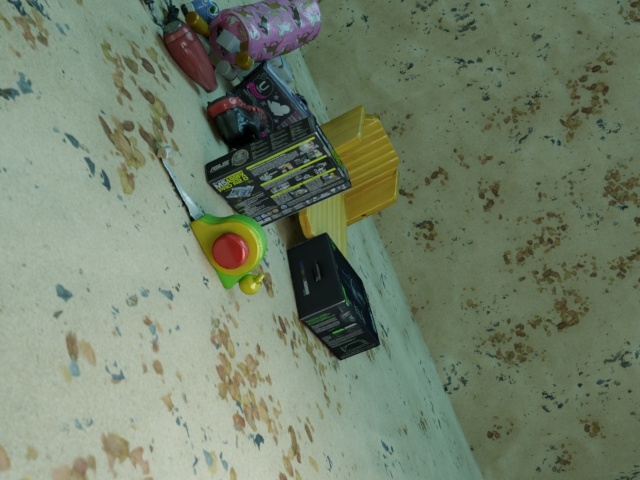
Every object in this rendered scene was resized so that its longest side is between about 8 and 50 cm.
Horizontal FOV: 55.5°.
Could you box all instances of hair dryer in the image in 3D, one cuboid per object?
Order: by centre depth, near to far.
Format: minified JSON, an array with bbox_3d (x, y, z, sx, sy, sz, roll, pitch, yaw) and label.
[{"bbox_3d":[-0.329,-0.503,1.495,0.293,0.080,0.223,65,12,-6],"label":"hair dryer"}]

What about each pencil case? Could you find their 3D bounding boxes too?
[{"bbox_3d":[-0.157,-0.637,1.815,0.167,0.160,0.386,33,43,15],"label":"pencil case"}]

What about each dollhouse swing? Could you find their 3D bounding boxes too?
[{"bbox_3d":[0.104,-0.138,1.807,0.347,0.315,0.304,51,17,-50],"label":"dollhouse swing"}]

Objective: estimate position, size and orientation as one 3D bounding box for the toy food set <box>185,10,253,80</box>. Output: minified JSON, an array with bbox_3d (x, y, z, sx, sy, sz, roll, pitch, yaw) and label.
[{"bbox_3d":[-0.270,-0.499,1.621,0.232,0.111,0.104,37,5,15],"label":"toy food set"}]

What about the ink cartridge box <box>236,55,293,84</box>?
[{"bbox_3d":[-0.198,-0.578,2.023,0.203,0.148,0.085,40,30,-62],"label":"ink cartridge box"}]

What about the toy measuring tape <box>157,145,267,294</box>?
[{"bbox_3d":[-0.188,-0.047,1.165,0.330,0.122,0.121,64,12,-9],"label":"toy measuring tape"}]

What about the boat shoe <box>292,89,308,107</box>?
[{"bbox_3d":[-0.100,-0.554,2.499,0.108,0.102,0.301,59,15,-31],"label":"boat shoe"}]

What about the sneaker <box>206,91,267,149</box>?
[{"bbox_3d":[-0.202,-0.298,1.610,0.135,0.098,0.276,67,14,3],"label":"sneaker"}]

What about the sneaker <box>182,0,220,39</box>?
[{"bbox_3d":[-0.324,-0.650,1.785,0.080,0.081,0.211,65,11,1],"label":"sneaker"}]

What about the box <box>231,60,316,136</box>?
[{"bbox_3d":[-0.136,-0.402,1.846,0.247,0.142,0.163,48,15,-20],"label":"box"}]

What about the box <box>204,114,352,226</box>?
[{"bbox_3d":[-0.091,-0.147,1.391,0.216,0.270,0.060,50,21,-51],"label":"box"}]

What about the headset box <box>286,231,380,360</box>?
[{"bbox_3d":[0.032,0.152,1.679,0.283,0.131,0.246,53,17,-46],"label":"headset box"}]
